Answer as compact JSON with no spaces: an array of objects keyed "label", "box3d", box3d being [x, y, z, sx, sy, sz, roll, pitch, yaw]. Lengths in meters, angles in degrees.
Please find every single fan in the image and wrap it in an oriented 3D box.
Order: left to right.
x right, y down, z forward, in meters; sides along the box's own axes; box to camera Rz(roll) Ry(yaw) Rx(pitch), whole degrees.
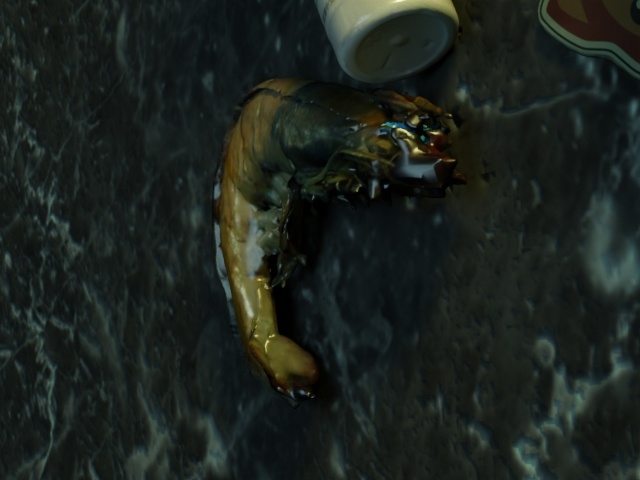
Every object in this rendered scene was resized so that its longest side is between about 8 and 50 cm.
[{"label":"fan","box3d":[0.192,-0.147,1.028,0.220,0.009,0.132,33,114,52]}]

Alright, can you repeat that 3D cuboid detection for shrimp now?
[{"label":"shrimp","box3d":[0.000,0.000,1.249,0.290,0.054,0.222,-1,85,59]}]

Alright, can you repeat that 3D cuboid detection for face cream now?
[{"label":"face cream","box3d":[0.011,-0.227,1.236,0.082,0.082,0.269,-49,49,41]}]
